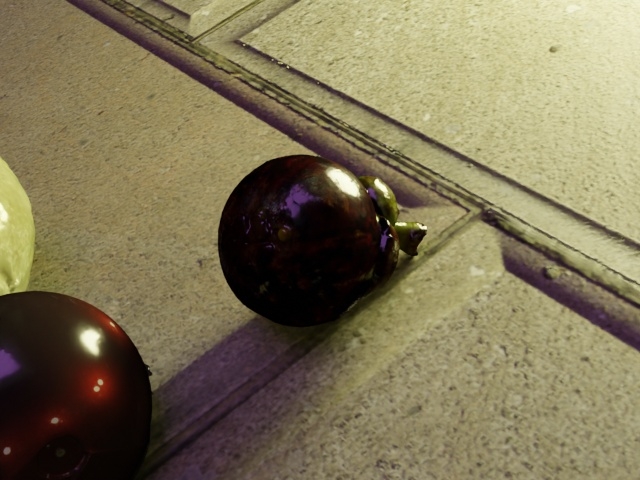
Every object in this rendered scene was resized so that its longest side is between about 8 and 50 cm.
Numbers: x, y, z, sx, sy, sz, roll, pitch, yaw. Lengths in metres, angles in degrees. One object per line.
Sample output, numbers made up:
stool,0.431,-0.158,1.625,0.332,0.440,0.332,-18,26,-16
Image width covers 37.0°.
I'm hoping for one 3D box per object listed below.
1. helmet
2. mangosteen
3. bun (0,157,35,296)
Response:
helmet,-0.247,0.142,0.829,0.215,0.193,0.189,5,21,-39
mangosteen,-0.009,-0.003,0.903,0.172,0.173,0.184,2,19,27
bun,-0.492,0.003,1.006,0.352,0.227,0.349,30,75,26
